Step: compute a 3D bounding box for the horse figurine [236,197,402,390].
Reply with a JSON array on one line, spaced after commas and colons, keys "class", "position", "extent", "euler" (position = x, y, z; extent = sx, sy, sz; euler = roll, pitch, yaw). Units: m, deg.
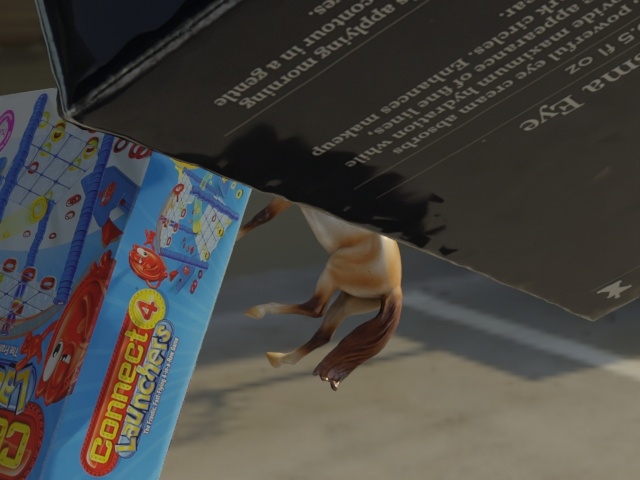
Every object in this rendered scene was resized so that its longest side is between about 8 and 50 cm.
[{"class": "horse figurine", "position": [0.000, 0.000, 1.321], "extent": [0.174, 0.263, 0.066], "euler": [-25, -17, 1]}]

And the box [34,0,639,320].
[{"class": "box", "position": [0.126, -0.149, 0.476], "extent": [0.343, 0.179, 0.312], "euler": [-31, -30, 25]}]

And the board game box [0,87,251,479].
[{"class": "board game box", "position": [-0.193, 0.040, 1.109], "extent": [0.086, 0.302, 0.308], "euler": [25, -14, -34]}]
